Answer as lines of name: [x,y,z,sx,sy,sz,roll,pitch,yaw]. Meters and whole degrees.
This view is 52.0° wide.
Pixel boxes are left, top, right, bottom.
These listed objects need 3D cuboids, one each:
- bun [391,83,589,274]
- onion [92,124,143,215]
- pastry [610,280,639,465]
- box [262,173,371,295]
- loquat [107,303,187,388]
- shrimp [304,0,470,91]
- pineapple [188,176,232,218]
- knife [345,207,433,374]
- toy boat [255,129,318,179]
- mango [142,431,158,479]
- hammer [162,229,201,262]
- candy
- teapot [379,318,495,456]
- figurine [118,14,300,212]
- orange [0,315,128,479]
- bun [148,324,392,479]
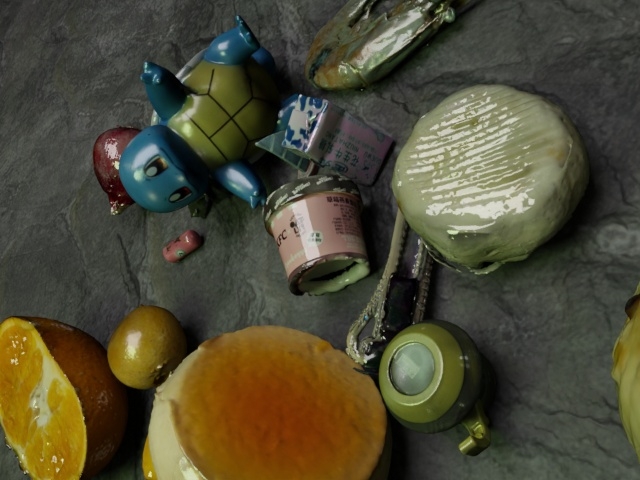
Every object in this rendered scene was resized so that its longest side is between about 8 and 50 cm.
bun: [0.209,-0.070,0.811,0.239,0.141,0.239,-18,55,27]
onion: [-0.410,-0.144,1.390,0.159,0.159,0.195,3,80,42]
pastry: [0.399,0.074,0.430,0.312,0.388,0.388,24,84,6]
box: [0.000,0.000,0.961,0.151,0.151,0.135,-28,62,28]
loquat: [-0.294,0.183,1.126,0.141,0.141,0.141,-20,57,33]
shrimp: [0.110,-0.375,1.109,0.360,0.085,0.247,-17,51,39]
pineapple: [-0.244,-0.178,1.293,0.130,0.119,0.277,-4,58,-9]
knife: [0.116,0.005,0.886,0.089,0.043,0.365,17,68,1]
toy boat: [-0.051,-0.155,1.095,0.034,0.122,0.096,-4,65,42]
mango: [-0.170,0.260,0.965,0.126,0.154,0.252,12,75,24]
hammer: [-0.266,0.012,1.257,0.083,0.043,0.043,-31,51,25]
candy: [0.025,-0.148,1.000,0.073,0.160,0.092,26,93,49]
teapot: [0.144,0.172,0.755,0.130,0.119,0.166,-44,48,19]
figurine: [-0.174,-0.230,1.134,0.243,0.298,0.416,-1,47,40]
orange: [-0.480,0.278,1.164,0.310,0.274,0.274,24,83,2]
bun: [-0.066,0.255,0.816,0.299,0.299,0.165,56,141,43]
